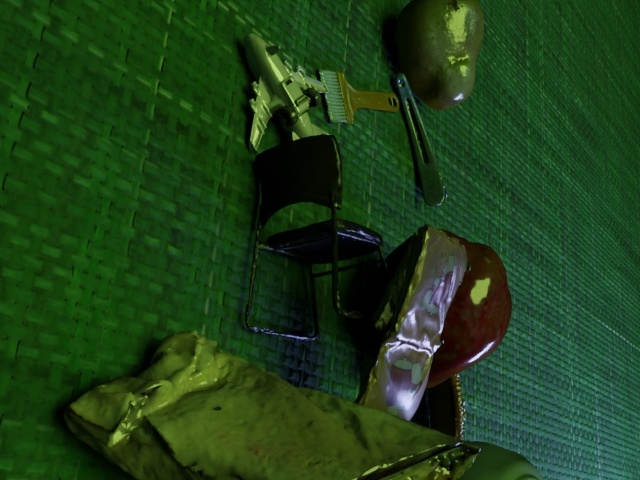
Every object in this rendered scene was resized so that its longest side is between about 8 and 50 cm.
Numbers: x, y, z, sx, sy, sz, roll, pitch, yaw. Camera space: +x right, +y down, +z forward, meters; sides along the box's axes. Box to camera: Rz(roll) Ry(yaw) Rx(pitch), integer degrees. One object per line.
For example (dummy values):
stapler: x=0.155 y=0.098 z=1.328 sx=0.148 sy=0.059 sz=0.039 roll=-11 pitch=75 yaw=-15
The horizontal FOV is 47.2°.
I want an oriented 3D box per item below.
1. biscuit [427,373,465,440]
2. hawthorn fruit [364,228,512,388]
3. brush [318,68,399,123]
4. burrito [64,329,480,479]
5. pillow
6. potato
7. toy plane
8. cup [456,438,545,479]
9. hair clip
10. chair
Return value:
biscuit: x=0.193 y=0.250 z=1.116 sx=0.025 sy=0.126 sz=0.206 roll=-1 pitch=82 yaw=-10
hawthorn fruit: x=0.147 y=0.107 z=1.021 sx=0.248 sy=0.208 sz=0.208 roll=-49 pitch=122 yaw=-26
brush: x=0.066 y=-0.220 z=1.140 sx=0.218 sy=0.010 sz=0.082 roll=-12 pitch=91 yaw=-55
burrito: x=-0.046 y=0.190 z=0.653 sx=0.175 sy=0.348 sz=0.107 roll=-56 pitch=160 yaw=-48
pillow: x=0.100 y=0.107 z=0.842 sx=0.135 sy=0.049 sz=0.248 roll=17 pitch=94 yaw=-52
potato: x=0.206 y=-0.320 z=1.234 sx=0.157 sy=0.157 sz=0.193 roll=-12 pitch=90 yaw=-54
toy plane: x=-0.047 y=-0.187 z=0.938 sx=0.162 sy=0.066 sz=0.171 roll=-45 pitch=122 yaw=-36
cup: x=0.091 y=0.325 z=0.816 sx=0.356 sy=0.275 sz=0.259 roll=50 pitch=45 yaw=-35
hair clip: x=0.164 y=-0.169 z=1.237 sx=0.070 sy=0.039 sz=0.229 roll=-25 pitch=97 yaw=-73
chair: x=0.000 y=0.000 z=0.895 sx=0.145 sy=0.140 sz=0.221 roll=19 pitch=63 yaw=-54
